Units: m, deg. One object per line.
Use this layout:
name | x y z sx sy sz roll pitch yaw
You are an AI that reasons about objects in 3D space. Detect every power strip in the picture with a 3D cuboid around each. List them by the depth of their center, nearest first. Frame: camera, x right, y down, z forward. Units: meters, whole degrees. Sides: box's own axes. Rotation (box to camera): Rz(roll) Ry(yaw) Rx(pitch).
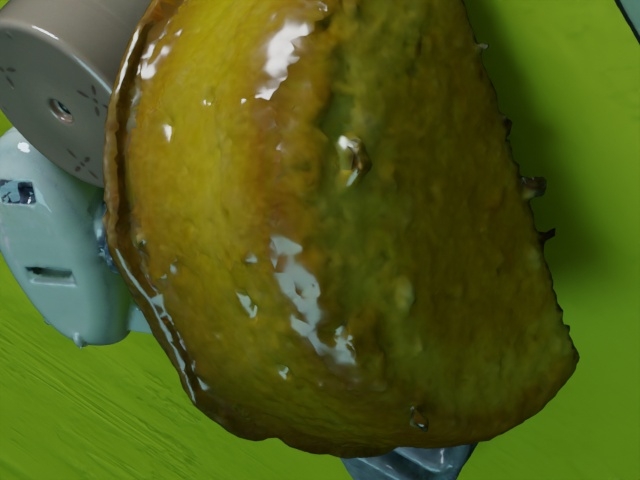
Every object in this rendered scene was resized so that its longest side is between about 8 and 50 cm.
power strip | -0.158 -0.114 0.815 0.154 0.078 0.154 28 150 18

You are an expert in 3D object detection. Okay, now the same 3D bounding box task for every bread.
bread | 0.000 0.000 0.654 0.194 0.179 0.340 -2 117 43

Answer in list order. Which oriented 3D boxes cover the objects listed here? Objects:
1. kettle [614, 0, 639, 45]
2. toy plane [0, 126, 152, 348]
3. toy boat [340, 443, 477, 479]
kettle | 0.236 -0.066 0.391 0.377 0.250 0.361 50 175 -16
toy plane | -0.202 -0.003 0.978 0.244 0.117 0.245 11 137 10
toy boat | 0.066 0.124 0.909 0.127 0.078 0.283 26 147 16
